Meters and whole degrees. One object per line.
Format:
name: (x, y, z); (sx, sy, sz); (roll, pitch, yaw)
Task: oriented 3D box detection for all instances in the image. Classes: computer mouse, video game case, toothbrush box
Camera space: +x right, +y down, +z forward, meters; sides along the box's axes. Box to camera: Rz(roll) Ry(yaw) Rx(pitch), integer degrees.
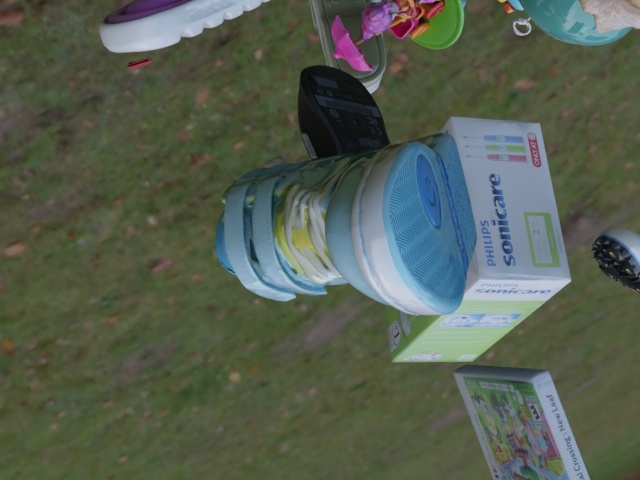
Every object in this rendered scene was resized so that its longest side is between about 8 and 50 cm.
computer mouse: (0.006, -0.074, 1.186); (0.184, 0.262, 0.060); (1, 140, -39)
video game case: (0.201, 0.214, 1.123); (0.023, 0.193, 0.212); (-21, 180, -14)
toothbrush box: (0.173, 0.008, 1.436); (0.122, 0.206, 0.283); (1, 155, -16)

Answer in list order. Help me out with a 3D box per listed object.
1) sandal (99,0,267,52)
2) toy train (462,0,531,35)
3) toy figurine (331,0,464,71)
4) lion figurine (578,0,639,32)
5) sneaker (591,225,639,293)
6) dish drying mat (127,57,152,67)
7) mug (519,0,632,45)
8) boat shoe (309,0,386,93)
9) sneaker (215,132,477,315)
sandal: (-0.103, -0.345, 1.412); (0.169, 0.102, 0.416); (5, -146, 36)
toy train: (0.255, -0.382, 1.795); (0.125, 0.166, 0.046); (102, 12, -51)
toy figurine: (0.088, -0.274, 1.445); (0.159, 0.130, 0.173); (-36, 175, -31)
lion figurine: (0.253, -0.332, 0.712); (0.240, 0.392, 0.142); (-7, -165, 6)
sneaker: (0.364, 0.029, 1.241); (0.237, 0.085, 0.086); (29, 96, -44)
dish drying mat: (-0.240, -0.236, 1.565); (0.032, 0.008, 0.083); (-17, -172, -3)
mug: (0.260, -0.246, 1.115); (0.157, 0.129, 0.097); (1, 139, -28)
boat shoe: (0.030, -0.346, 1.646); (0.113, 0.302, 0.103); (-2, 169, -5)
sneaker: (0.000, 0.000, 0.877); (0.208, 0.127, 0.319); (-11, -176, 14)
